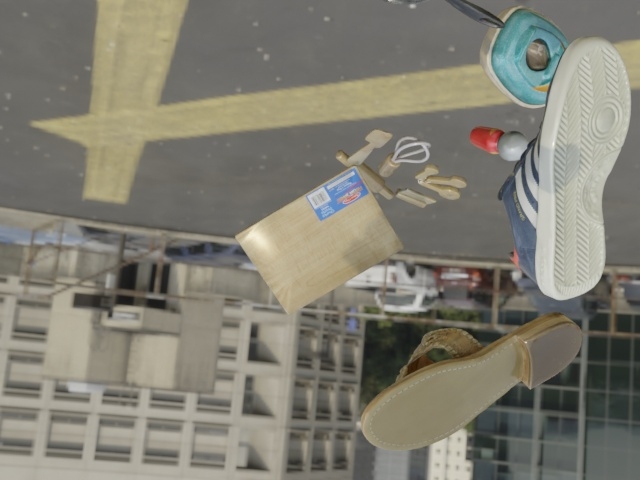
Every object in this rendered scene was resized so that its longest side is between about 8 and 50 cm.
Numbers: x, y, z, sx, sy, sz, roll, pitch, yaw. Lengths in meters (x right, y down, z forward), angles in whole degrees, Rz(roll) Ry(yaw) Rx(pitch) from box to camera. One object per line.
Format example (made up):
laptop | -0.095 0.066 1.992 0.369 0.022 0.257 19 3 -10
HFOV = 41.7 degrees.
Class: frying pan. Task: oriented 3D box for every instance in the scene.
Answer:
frying pan | 0.200 -0.490 1.551 0.326 0.053 0.197 12 164 4

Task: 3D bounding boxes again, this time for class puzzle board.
puzzle board | 0.000 0.000 0.778 0.128 0.096 0.011 -31 -158 4

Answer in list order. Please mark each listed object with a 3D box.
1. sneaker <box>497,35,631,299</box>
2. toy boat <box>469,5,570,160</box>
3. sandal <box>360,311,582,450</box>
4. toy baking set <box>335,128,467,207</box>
sneaker | 0.308 -0.101 1.127 0.131 0.350 0.148 -6 -157 -24
toy boat | 0.441 -0.327 1.818 0.267 0.318 0.148 20 -175 -37
sandal | 0.128 0.119 0.798 0.240 0.088 0.079 -20 -147 -19
toy baking set | 0.127 -0.122 1.378 0.196 0.030 0.256 -4 153 44
